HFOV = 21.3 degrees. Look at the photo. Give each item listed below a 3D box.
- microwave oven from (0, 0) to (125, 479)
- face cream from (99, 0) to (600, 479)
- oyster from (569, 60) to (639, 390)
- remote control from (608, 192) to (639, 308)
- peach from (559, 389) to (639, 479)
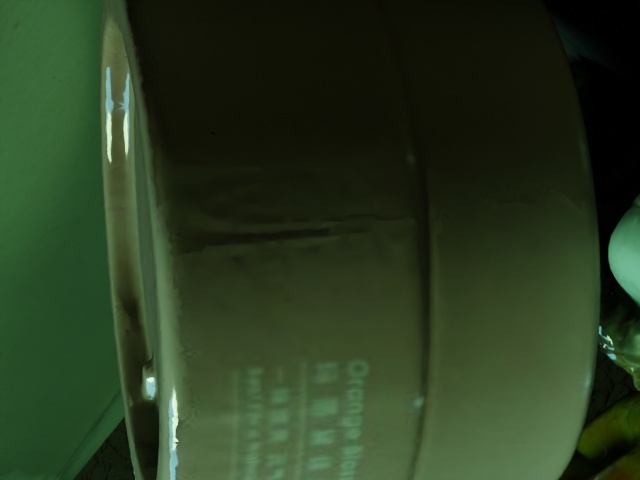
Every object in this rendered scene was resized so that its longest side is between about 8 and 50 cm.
[{"bbox_3d":[-0.212,-0.129,0.609,0.394,0.247,0.333,37,-179,21],"label":"microwave oven"},{"bbox_3d":[0.000,0.000,0.453,0.104,0.149,0.149,-4,-168,-11],"label":"face cream"},{"bbox_3d":[0.096,-0.005,0.551,0.105,0.056,0.177,58,-156,3],"label":"oyster"},{"bbox_3d":[0.215,0.086,0.374,0.335,0.065,0.128,37,180,20],"label":"remote control"},{"bbox_3d":[0.342,0.270,1.394,0.332,0.308,0.308,31,-178,-3],"label":"peach"}]
